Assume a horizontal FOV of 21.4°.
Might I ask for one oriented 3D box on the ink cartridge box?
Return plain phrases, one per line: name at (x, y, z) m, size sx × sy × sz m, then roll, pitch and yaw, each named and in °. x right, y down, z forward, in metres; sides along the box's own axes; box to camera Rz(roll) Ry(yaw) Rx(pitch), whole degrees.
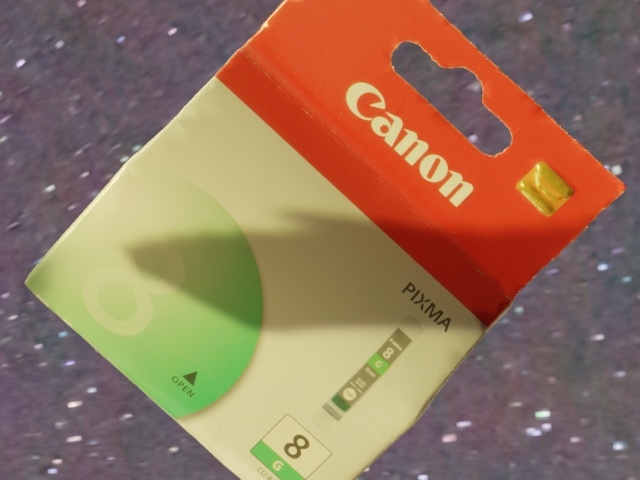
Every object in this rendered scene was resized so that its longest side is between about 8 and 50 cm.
ink cartridge box at (0.000, 0.000, 0.788) m, size 0.181 × 0.224 × 0.056 m, roll 42°, pitch -158°, yaw -3°
